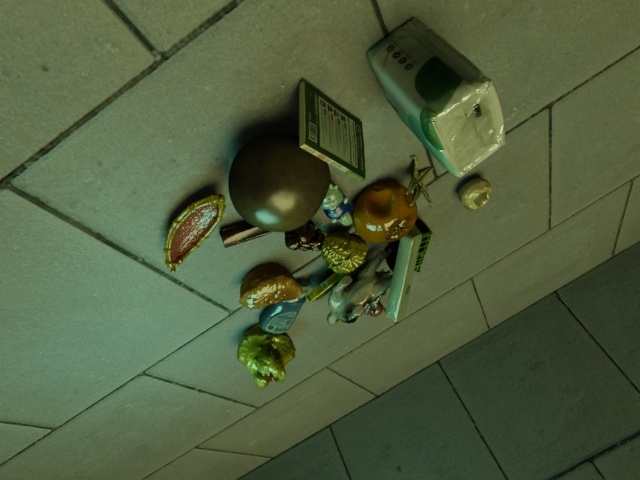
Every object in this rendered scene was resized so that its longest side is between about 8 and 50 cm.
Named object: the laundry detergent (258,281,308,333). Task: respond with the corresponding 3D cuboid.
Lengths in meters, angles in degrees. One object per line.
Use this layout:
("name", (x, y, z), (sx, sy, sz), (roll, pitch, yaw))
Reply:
("laundry detergent", (-0.150, 0.279, 1.912), (0.143, 0.094, 0.290), (17, 123, -28))

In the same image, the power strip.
("power strip", (0.327, 0.154, 1.771), (0.091, 0.062, 0.386), (-19, 122, -53))

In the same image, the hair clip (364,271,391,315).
("hair clip", (0.258, 0.265, 2.147), (0.137, 0.090, 0.278), (8, 132, -50))

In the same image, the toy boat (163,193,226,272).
("toy boat", (-0.391, -0.040, 1.373), (0.141, 0.099, 0.318), (15, 124, -47))

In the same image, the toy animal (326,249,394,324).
("toy animal", (0.173, 0.229, 1.920), (0.344, 0.194, 0.303), (-29, 160, -30))

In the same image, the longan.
("longan", (-0.112, -0.163, 1.262), (0.297, 0.297, 0.297), (-17, 142, -14))

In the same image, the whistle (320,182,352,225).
("whistle", (0.051, -0.122, 1.545), (0.110, 0.092, 0.244), (-15, 142, 19))

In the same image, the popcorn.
("popcorn", (-0.238, 0.519, 2.001), (0.276, 0.276, 0.226), (-16, 137, -15))

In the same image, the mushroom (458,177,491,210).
("mushroom", (0.637, -0.190, 1.823), (0.147, 0.112, 0.148), (-24, 150, -15))

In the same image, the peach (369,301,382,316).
("peach", (0.280, 0.349, 2.266), (0.083, 0.083, 0.083), (-17, 142, -14))

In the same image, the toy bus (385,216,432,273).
("toy bus", (0.380, 0.035, 1.916), (0.149, 0.128, 0.262), (-17, 141, -18))

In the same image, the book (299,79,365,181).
("book", (0.037, -0.302, 1.250), (0.027, 0.202, 0.264), (-19, 154, 38))

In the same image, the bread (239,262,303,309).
("bread", (-0.190, 0.165, 1.716), (0.260, 0.129, 0.134), (-9, 138, -26))

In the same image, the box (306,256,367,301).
("box", (0.074, 0.158, 1.885), (0.279, 0.041, 0.153), (-40, 170, 13))

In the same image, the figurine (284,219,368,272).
("figurine", (0.001, -0.004, 1.636), (0.315, 0.187, 0.168), (28, 81, -38))

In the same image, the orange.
("orange", (0.245, -0.085, 1.642), (0.248, 0.183, 0.249), (-16, 140, -14))

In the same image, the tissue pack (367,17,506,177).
("tissue pack", (0.308, -0.379, 1.185), (0.193, 0.357, 0.266), (-36, 142, 11))

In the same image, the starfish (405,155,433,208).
("starfish", (0.360, -0.203, 1.616), (0.223, 0.050, 0.217), (-46, 112, -34))

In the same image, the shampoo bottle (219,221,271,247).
("shampoo bottle", (-0.221, -0.039, 1.504), (0.236, 0.068, 0.067), (-18, 122, -12))
